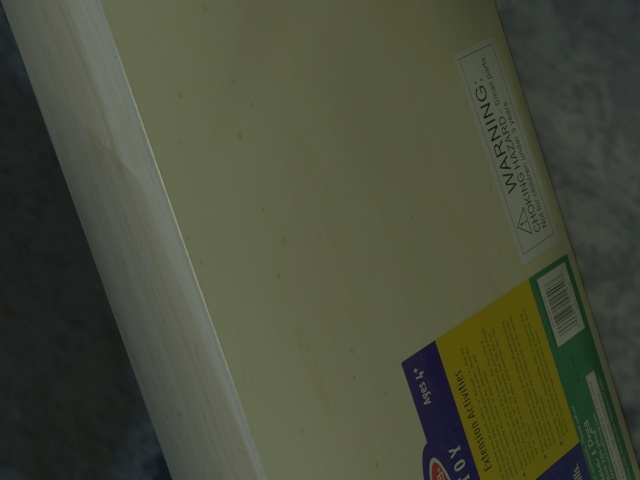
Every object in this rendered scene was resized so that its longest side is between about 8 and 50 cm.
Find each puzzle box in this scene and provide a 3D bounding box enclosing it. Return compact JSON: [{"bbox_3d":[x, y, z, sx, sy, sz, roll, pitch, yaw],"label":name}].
[{"bbox_3d":[0.019,0.012,0.797,0.052,0.272,0.409,-13,99,37],"label":"puzzle box"}]
